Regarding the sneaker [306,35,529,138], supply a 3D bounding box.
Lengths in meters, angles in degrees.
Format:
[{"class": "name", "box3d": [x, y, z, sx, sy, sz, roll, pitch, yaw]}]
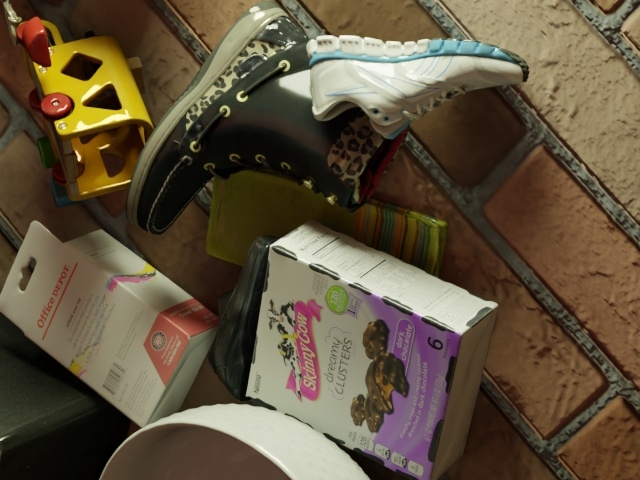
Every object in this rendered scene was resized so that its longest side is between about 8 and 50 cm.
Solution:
[{"class": "sneaker", "box3d": [0.079, -0.124, 1.643, 0.191, 0.071, 0.083, 1, 82, 20]}]

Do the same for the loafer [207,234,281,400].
[{"class": "loafer", "box3d": [-0.070, 0.064, 1.798, 0.061, 0.062, 0.170, 33, 123, 30]}]

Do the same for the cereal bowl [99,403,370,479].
[{"class": "cereal bowl", "box3d": [-0.042, 0.300, 1.777, 0.339, 0.141, 0.339, 13, 112, 37]}]

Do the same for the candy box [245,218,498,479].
[{"class": "candy box", "box3d": [0.041, 0.097, 1.725, 0.196, 0.070, 0.165, 24, 124, 24]}]

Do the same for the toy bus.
[{"class": "toy bus", "box3d": [-0.212, -0.136, 1.813, 0.104, 0.191, 0.202, -14, 97, -11]}]

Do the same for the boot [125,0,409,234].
[{"class": "boot", "box3d": [-0.049, -0.068, 1.729, 0.178, 0.085, 0.236, 38, 101, 16]}]

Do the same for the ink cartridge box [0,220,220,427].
[{"class": "ink cartridge box", "box3d": [-0.203, 0.071, 1.881, 0.198, 0.067, 0.115, 36, 117, 17]}]

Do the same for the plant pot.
[{"class": "plant pot", "box3d": [-0.316, 0.204, 1.921, 0.187, 0.167, 0.188, 24, 114, 24]}]

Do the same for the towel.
[{"class": "towel", "box3d": [0.000, 0.000, 1.771, 0.237, 0.021, 0.102, 18, 110, 26]}]
